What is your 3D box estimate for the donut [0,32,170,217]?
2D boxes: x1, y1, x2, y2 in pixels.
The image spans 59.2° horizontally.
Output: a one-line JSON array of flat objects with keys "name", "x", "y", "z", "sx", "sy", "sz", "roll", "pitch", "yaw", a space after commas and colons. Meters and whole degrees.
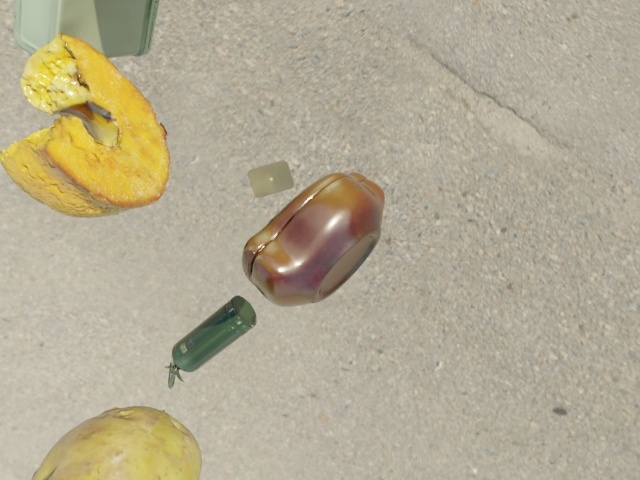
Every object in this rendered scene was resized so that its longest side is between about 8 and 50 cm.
[{"name": "donut", "x": -0.527, "y": -0.220, "z": 1.297, "sx": 0.163, "sy": 0.435, "sz": 0.377, "roll": -24, "pitch": 139, "yaw": 20}]

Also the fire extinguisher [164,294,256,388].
[{"name": "fire extinguisher", "x": -0.305, "y": 0.275, "z": 1.500, "sx": 0.311, "sy": 0.114, "sz": 0.095, "roll": -37, "pitch": 146, "yaw": 20}]

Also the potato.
[{"name": "potato", "x": -0.358, "y": 0.403, "z": 0.967, "sx": 0.288, "sy": 0.237, "sz": 0.301, "roll": 23, "pitch": 125, "yaw": -22}]

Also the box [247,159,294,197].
[{"name": "box", "x": -0.146, "y": -0.184, "z": 1.672, "sx": 0.126, "sy": 0.031, "sz": 0.091, "roll": -17, "pitch": 107, "yaw": 4}]

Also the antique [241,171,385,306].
[{"name": "antique", "x": 0.000, "y": 0.000, "z": 0.909, "sx": 0.129, "sy": 0.278, "sz": 0.224, "roll": 41, "pitch": 137, "yaw": 18}]

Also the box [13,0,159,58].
[{"name": "box", "x": -0.605, "y": -0.659, "z": 1.490, "sx": 0.177, "sy": 0.344, "sz": 0.352, "roll": 34, "pitch": 125, "yaw": 12}]
